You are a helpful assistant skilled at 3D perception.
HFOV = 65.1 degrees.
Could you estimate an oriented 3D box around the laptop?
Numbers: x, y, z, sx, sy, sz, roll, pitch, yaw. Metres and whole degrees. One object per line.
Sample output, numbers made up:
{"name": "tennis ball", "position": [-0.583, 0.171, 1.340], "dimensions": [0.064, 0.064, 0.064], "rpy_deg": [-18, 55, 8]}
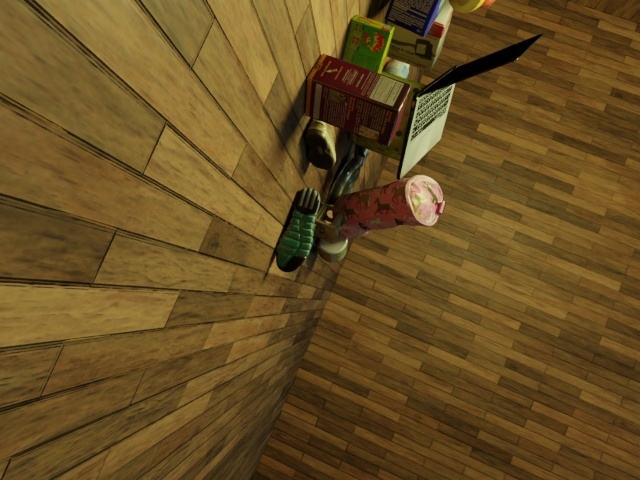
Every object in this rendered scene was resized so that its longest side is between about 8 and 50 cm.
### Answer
{"name": "laptop", "position": [0.433, -0.390, 1.465], "dimensions": [0.382, 0.236, 0.408], "rpy_deg": [-42, 148, -47]}

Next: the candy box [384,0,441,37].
{"name": "candy box", "position": [0.288, -0.698, 1.204], "dimensions": [0.268, 0.122, 0.317], "rpy_deg": [-61, 175, -47]}

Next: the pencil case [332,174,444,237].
{"name": "pencil case", "position": [0.207, -0.101, 1.607], "dimensions": [0.167, 0.160, 0.386], "rpy_deg": [-19, -175, -35]}

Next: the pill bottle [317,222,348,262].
{"name": "pill bottle", "position": [0.045, 0.018, 1.901], "dimensions": [0.208, 0.117, 0.118], "rpy_deg": [81, 32, -74]}

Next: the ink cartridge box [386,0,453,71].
{"name": "ink cartridge box", "position": [0.295, -0.643, 1.532], "dimensions": [0.237, 0.171, 0.100], "rpy_deg": [77, 36, -77]}

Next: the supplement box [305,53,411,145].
{"name": "supplement box", "position": [0.071, -0.277, 0.991], "dimensions": [0.104, 0.188, 0.081], "rpy_deg": [98, 16, -61]}

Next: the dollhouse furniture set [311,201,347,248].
{"name": "dollhouse furniture set", "position": [0.000, 0.000, 1.606], "dimensions": [0.182, 0.101, 0.161], "rpy_deg": [-57, 167, -51]}

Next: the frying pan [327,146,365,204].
{"name": "frying pan", "position": [0.121, -0.256, 1.800], "dimensions": [0.326, 0.053, 0.197], "rpy_deg": [-55, 169, -16]}

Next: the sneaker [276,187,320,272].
{"name": "sneaker", "position": [-0.049, -0.025, 1.300], "dimensions": [0.098, 0.083, 0.224], "rpy_deg": [-40, 152, -84]}

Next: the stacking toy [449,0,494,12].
{"name": "stacking toy", "position": [0.405, -0.805, 1.348], "dimensions": [0.130, 0.279, 0.309], "rpy_deg": [-19, 141, -34]}

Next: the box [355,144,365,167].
{"name": "box", "position": [0.174, -0.390, 1.920], "dimensions": [0.225, 0.036, 0.137], "rpy_deg": [88, 26, -70]}

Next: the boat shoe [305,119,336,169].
{"name": "boat shoe", "position": [0.008, -0.231, 1.172], "dimensions": [0.190, 0.068, 0.072], "rpy_deg": [84, 18, -73]}

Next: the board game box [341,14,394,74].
{"name": "board game box", "position": [0.097, -0.409, 1.152], "dimensions": [0.043, 0.092, 0.181], "rpy_deg": [-60, 169, -48]}

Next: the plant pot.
{"name": "plant pot", "position": [0.218, -0.395, 1.569], "dimensions": [0.228, 0.227, 0.207], "rpy_deg": [-67, 165, 4]}

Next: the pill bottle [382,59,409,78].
{"name": "pill bottle", "position": [0.263, -0.588, 1.787], "dimensions": [0.087, 0.087, 0.160], "rpy_deg": [103, 13, -51]}
